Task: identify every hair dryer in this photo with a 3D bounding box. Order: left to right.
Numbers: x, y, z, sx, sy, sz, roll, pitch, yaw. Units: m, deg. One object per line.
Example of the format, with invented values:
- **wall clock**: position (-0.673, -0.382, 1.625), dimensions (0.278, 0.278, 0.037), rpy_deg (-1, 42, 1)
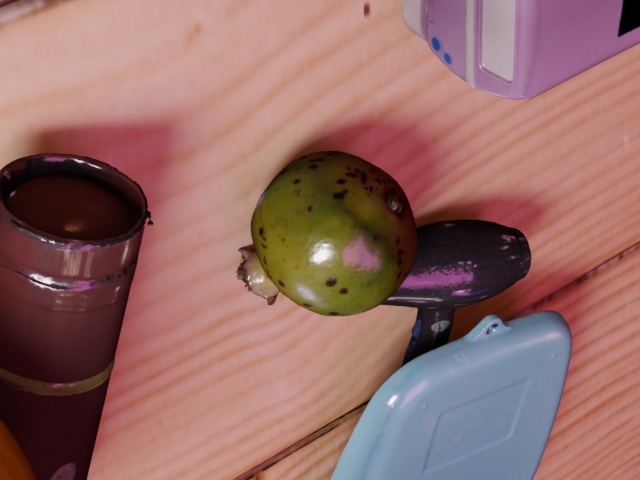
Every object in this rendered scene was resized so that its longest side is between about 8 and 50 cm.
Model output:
- **hair dryer**: position (0.065, 0.080, 1.211), dimensions (0.195, 0.075, 0.219), rpy_deg (-9, 134, -25)

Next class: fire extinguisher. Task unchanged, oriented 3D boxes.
- **fire extinguisher**: position (-0.185, 0.102, 0.962), dimensions (0.141, 0.105, 0.341), rpy_deg (-35, 150, -50)

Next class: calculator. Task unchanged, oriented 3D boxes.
- **calculator**: position (0.106, 0.212, 1.314), dimensions (0.256, 0.054, 0.386), rpy_deg (-17, 136, -33)

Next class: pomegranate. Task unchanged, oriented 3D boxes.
- **pomegranate**: position (0.006, -0.005, 1.047), dimensions (0.130, 0.130, 0.130), rpy_deg (-24, 134, -28)

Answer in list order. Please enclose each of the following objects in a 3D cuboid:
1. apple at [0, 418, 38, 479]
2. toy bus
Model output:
- **apple**: position (-0.278, 0.181, 0.798), dimensions (0.286, 0.286, 0.233), rpy_deg (14, 107, -47)
- **toy bus**: position (0.168, -0.201, 1.012), dimensions (0.202, 0.142, 0.142), rpy_deg (-28, 135, -23)
